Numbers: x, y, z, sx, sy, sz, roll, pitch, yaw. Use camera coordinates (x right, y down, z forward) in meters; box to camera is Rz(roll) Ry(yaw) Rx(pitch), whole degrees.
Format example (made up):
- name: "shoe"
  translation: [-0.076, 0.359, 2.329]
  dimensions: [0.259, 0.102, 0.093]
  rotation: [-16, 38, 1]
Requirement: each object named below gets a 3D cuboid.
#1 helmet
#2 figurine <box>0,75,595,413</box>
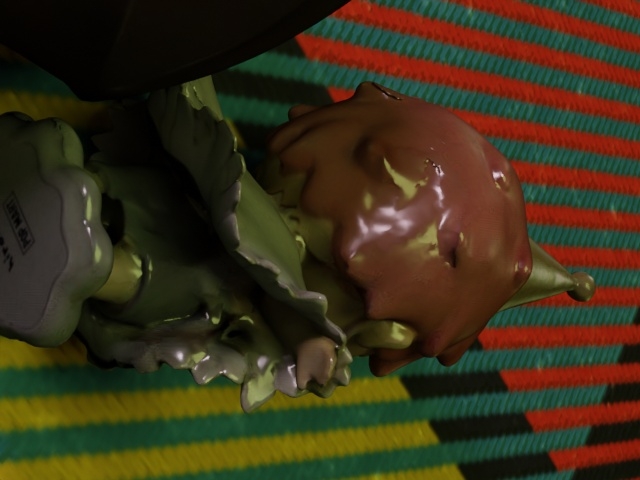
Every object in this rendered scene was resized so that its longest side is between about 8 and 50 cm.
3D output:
- name: "helmet"
  translation: [-0.039, -0.171, 0.689]
  dimensions: [0.225, 0.305, 0.177]
  rotation: [-118, -175, -77]
- name: "figurine"
  translation: [0.000, 0.000, 0.833]
  dimensions: [0.387, 0.166, 0.207]
  rotation: [3, 46, -46]
